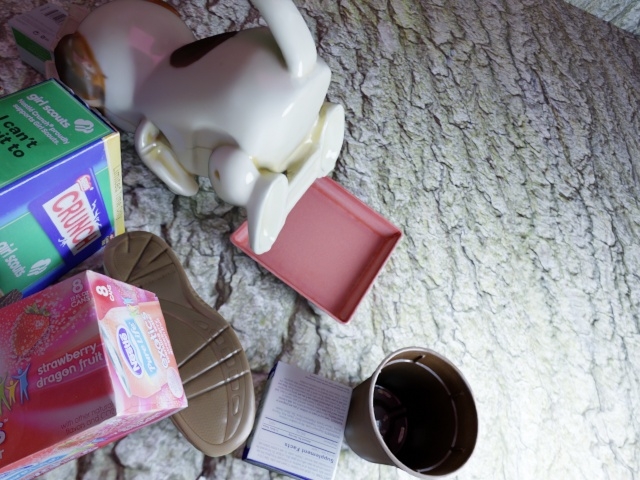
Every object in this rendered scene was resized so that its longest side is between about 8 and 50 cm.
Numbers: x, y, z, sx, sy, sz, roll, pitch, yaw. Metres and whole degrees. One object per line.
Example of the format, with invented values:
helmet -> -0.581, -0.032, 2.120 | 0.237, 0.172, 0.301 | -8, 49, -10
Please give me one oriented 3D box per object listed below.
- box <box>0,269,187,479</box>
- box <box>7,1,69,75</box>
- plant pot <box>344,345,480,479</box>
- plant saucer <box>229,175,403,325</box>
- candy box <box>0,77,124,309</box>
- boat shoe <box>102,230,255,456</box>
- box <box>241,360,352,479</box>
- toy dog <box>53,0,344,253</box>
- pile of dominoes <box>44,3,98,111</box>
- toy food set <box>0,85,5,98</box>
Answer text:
box -> -0.325, 0.170, 0.428 | 0.300, 0.142, 0.154 | -24, 69, -1
box -> -0.516, -0.383, 0.781 | 0.101, 0.087, 0.102 | 33, 56, 0
plant pot -> 0.115, 0.261, 0.597 | 0.167, 0.165, 0.166 | 10, 58, -16
plant saucer -> 0.000, 0.000, 0.778 | 0.258, 0.047, 0.259 | 37, 56, 2
candy box -> -0.413, -0.014, 0.495 | 0.122, 0.268, 0.317 | 41, 56, 1
boat shoe -> -0.207, 0.144, 0.578 | 0.122, 0.110, 0.341 | -19, 66, -37
box -> -0.033, 0.271, 0.592 | 0.126, 0.072, 0.137 | 23, 55, -7
toy dog -> -0.202, -0.220, 0.633 | 0.408, 0.395, 0.284 | 27, 68, 12
pile of dominoes -> -0.384, -0.312, 0.781 | 0.251, 0.040, 0.195 | 22, 66, -24
toy food set -> -0.621, -0.256, 0.707 | 0.122, 0.019, 0.078 | -34, 77, -33
